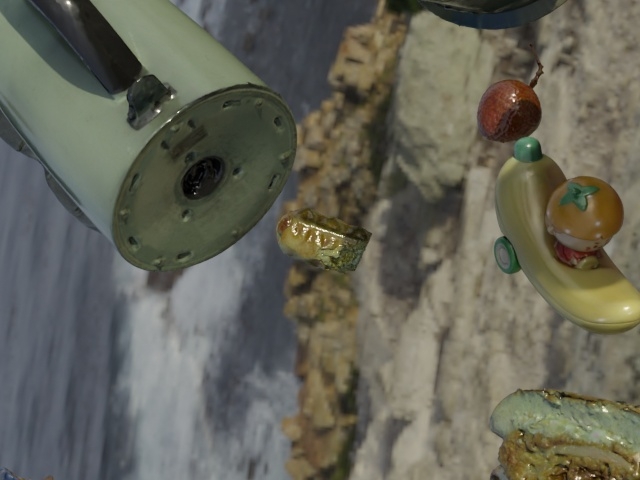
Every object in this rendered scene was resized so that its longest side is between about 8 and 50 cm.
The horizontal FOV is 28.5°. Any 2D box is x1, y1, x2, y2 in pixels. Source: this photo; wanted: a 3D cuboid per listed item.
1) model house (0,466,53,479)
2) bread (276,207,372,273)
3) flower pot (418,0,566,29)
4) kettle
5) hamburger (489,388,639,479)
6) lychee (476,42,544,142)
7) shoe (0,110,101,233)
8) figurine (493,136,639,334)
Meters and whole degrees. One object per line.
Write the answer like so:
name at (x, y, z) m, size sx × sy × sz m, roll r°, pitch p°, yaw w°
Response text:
model house at (-0.330, 0.358, 1.410) m, size 0.166 × 0.172 × 0.183 m, roll -60°, pitch 9°, yaw 0°
bread at (0.000, 0.000, 1.488) m, size 0.060 × 0.110 × 0.066 m, roll 105°, pitch -175°, yaw -65°
flower pot at (0.117, -0.281, 1.056) m, size 0.202 × 0.212 × 0.212 m, roll -23°, pitch -46°, yaw -65°
kettle at (-0.162, -0.129, 0.953) m, size 0.255 × 0.165 × 0.240 m, roll 46°, pitch 172°, yaw 31°
hamburger at (0.413, 0.327, 1.805) m, size 0.318 × 0.277 × 0.195 m, roll 5°, pitch 82°, yaw 39°
lychee at (0.312, -0.216, 2.015) m, size 0.140 × 0.114 × 0.101 m, roll -30°, pitch 48°, yaw 7°
shoe at (-0.317, -0.186, 1.625) m, size 0.132 × 0.342 × 0.210 m, roll -24°, pitch 24°, yaw 27°
figurine at (0.360, -0.006, 1.796) m, size 0.222 × 0.124 × 0.324 m, roll 97°, pitch 151°, yaw -43°
